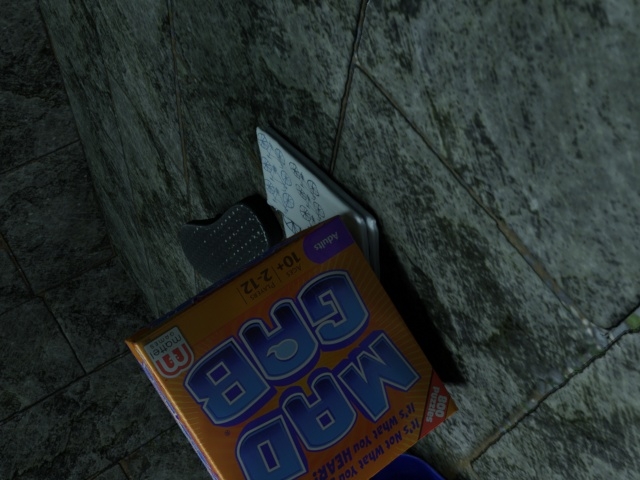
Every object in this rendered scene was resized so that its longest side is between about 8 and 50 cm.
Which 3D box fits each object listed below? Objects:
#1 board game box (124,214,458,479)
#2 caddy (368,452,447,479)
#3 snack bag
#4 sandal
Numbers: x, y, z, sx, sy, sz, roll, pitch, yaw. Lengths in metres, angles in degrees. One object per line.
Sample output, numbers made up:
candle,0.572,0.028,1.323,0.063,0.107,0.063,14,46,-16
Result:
board game box,-0.070,0.218,1.273,0.356,0.356,0.356,58,162,-3
caddy,0.157,0.546,1.436,0.341,0.241,0.179,31,149,53
snack bag,0.000,0.000,1.365,0.323,0.037,0.342,44,154,37
sandal,-0.193,-0.001,1.761,0.446,0.107,0.167,-16,102,57
